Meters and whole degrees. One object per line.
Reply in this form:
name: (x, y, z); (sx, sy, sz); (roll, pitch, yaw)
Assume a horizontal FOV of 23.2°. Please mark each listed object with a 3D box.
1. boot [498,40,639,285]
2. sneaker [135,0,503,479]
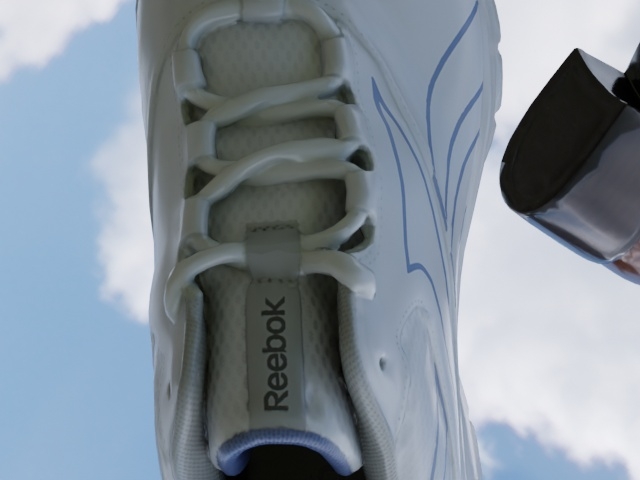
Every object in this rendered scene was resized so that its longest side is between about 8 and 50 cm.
boot: (0.259, -0.051, 0.673); (0.264, 0.280, 0.096); (-56, -152, 18)
sneaker: (0.000, 0.000, 0.439); (0.111, 0.129, 0.297); (-6, -87, 9)
